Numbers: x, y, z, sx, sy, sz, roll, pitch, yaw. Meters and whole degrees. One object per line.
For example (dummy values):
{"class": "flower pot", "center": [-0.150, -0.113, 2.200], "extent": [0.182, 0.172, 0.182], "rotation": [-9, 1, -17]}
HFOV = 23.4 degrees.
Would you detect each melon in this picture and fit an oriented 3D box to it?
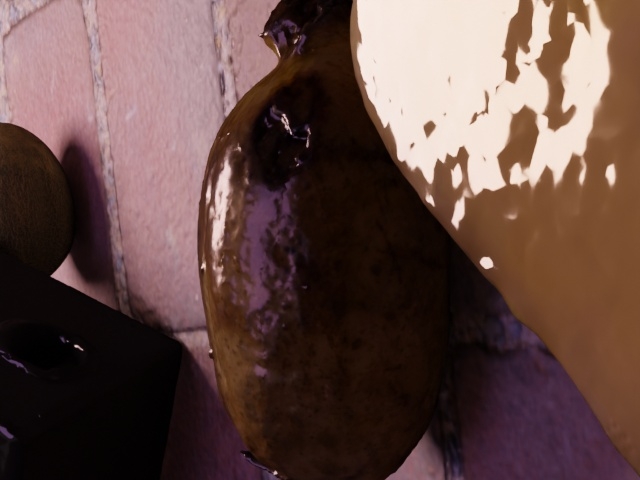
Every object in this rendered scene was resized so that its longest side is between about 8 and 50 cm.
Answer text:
{"class": "melon", "center": [-0.240, -0.028, 1.195], "extent": [0.098, 0.098, 0.131], "rotation": [-19, 80, 58]}

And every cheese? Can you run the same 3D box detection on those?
{"class": "cheese", "center": [0.169, -0.091, 0.509], "extent": [0.384, 0.104, 0.384], "rotation": [13, 105, 57]}

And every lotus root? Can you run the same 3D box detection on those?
{"class": "lotus root", "center": [0.000, 0.000, 0.780], "extent": [0.145, 0.128, 0.260], "rotation": [-162, 71, -67]}

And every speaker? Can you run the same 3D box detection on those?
{"class": "speaker", "center": [-0.259, 0.144, 1.094], "extent": [0.254, 0.184, 0.232], "rotation": [25, 119, 24]}
